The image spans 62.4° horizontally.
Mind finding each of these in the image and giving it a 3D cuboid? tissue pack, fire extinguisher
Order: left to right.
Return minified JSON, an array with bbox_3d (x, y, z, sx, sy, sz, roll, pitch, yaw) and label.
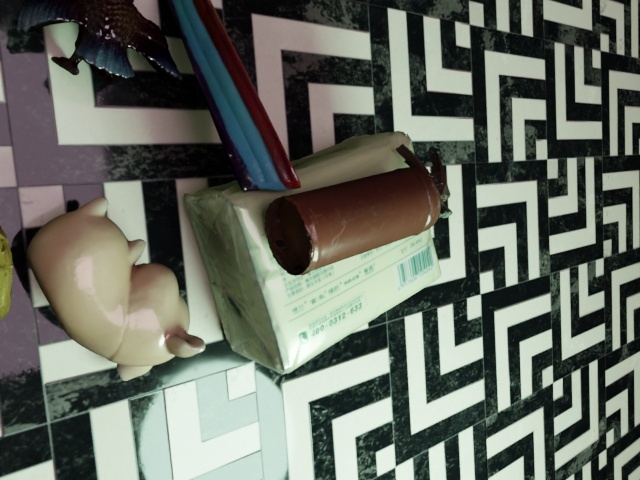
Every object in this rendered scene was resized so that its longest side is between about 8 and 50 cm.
[{"bbox_3d":[0.000,0.000,0.897,0.381,0.207,0.296,-23,106,-34],"label":"tissue pack"},{"bbox_3d":[0.077,-0.062,0.770,0.337,0.106,0.147,-18,74,-36],"label":"fire extinguisher"}]

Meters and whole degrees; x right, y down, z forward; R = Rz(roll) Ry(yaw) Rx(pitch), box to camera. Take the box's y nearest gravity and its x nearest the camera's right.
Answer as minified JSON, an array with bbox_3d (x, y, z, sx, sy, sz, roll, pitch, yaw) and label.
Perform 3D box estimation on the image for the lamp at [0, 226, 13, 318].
[{"bbox_3d":[-0.453,0.040,0.583,0.185,0.161,0.161,-5,95,-39],"label":"lamp"}]

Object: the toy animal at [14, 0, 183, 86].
[{"bbox_3d":[-0.284,-0.303,0.722,0.219,0.116,0.179,12,86,-31],"label":"toy animal"}]

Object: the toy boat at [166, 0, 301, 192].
[{"bbox_3d":[-0.137,-0.231,0.762,0.080,0.136,0.391,-21,74,-8],"label":"toy boat"}]

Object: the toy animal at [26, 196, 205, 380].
[{"bbox_3d":[-0.280,0.072,0.717,0.250,0.167,0.154,50,55,-17],"label":"toy animal"}]
